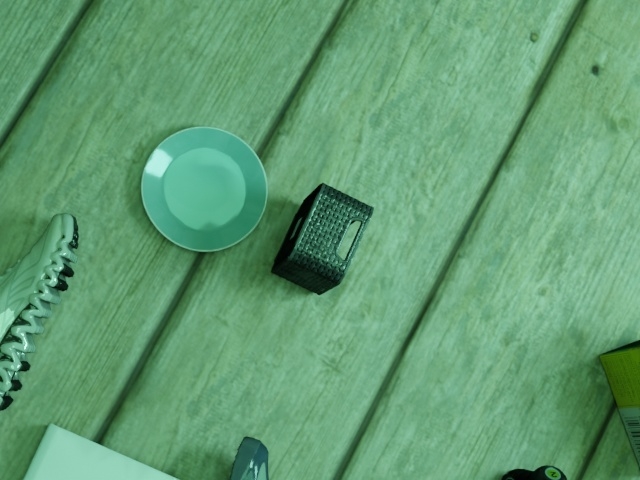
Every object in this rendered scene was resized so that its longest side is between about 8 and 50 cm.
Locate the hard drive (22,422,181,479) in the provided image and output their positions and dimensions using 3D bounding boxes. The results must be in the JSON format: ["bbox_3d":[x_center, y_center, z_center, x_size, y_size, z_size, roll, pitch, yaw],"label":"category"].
[{"bbox_3d":[-0.349,0.436,1.863,0.203,0.040,0.308,25,77,-7],"label":"hard drive"}]

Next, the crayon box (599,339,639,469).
[{"bbox_3d":[0.529,0.235,1.928,0.081,0.318,0.202,-18,86,-13],"label":"crayon box"}]

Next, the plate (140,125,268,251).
[{"bbox_3d":[-0.172,-0.075,1.984,0.188,0.024,0.188,2,82,-11],"label":"plate"}]

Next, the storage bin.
[{"bbox_3d":[0.000,0.000,1.926,0.084,0.180,0.122,26,78,-7],"label":"storage bin"}]

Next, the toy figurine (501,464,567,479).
[{"bbox_3d":[0.294,0.445,1.937,0.213,0.148,0.210,-30,88,-14],"label":"toy figurine"}]

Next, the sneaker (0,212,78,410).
[{"bbox_3d":[-0.429,0.085,1.872,0.118,0.110,0.292,24,77,2],"label":"sneaker"}]

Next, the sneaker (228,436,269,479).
[{"bbox_3d":[-0.068,0.435,1.874,0.131,0.112,0.319,1,89,9],"label":"sneaker"}]
